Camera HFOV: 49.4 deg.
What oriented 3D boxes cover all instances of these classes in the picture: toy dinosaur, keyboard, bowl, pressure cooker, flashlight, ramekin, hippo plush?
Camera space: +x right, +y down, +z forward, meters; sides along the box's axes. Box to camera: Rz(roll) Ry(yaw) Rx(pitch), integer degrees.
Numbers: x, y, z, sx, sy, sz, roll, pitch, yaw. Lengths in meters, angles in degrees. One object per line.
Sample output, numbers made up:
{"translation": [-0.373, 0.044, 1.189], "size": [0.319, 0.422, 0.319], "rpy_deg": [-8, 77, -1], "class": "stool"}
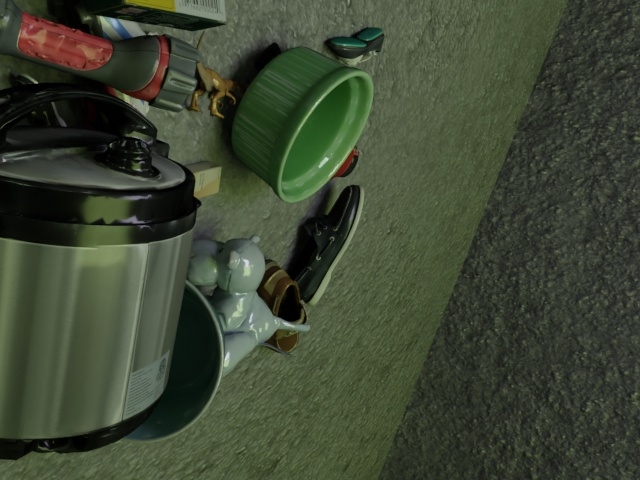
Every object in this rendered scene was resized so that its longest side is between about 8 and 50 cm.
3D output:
{"translation": [-0.204, -0.289, 1.267], "size": [0.211, 0.064, 0.112], "rpy_deg": [25, 77, -73], "class": "toy dinosaur"}
{"translation": [-0.071, -0.334, 1.468], "size": [0.100, 0.038, 0.192], "rpy_deg": [-56, 152, -18], "class": "keyboard"}
{"translation": [-0.297, 0.192, 1.261], "size": [0.311, 0.312, 0.163], "rpy_deg": [-67, 168, 4], "class": "bowl"}
{"translation": [-0.345, 0.009, 0.891], "size": [0.376, 0.370, 0.420], "rpy_deg": [7, 107, -22], "class": "pressure cooker"}
{"translation": [-0.312, -0.252, 0.896], "size": [0.304, 0.103, 0.103], "rpy_deg": [12, 114, -34], "class": "flashlight"}
{"translation": [-0.041, -0.241, 1.412], "size": [0.303, 0.148, 0.303], "rpy_deg": [-47, 161, -22], "class": "ramekin"}
{"translation": [-0.191, 0.120, 1.398], "size": [0.234, 0.294, 0.236], "rpy_deg": [-60, 154, -61], "class": "hippo plush"}

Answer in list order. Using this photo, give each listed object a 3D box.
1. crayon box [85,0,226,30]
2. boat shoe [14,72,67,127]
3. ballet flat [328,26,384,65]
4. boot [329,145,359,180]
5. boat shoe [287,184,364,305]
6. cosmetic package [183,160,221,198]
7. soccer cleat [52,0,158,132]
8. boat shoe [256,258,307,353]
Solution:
{"translation": [-0.234, -0.465, 0.956], "size": [0.202, 0.081, 0.318], "rpy_deg": [-13, 101, -56], "class": "crayon box"}
{"translation": [-0.406, -0.185, 0.999], "size": [0.038, 0.046, 0.125], "rpy_deg": [-57, 160, -25], "class": "boat shoe"}
{"translation": [0.086, -0.445, 1.621], "size": [0.203, 0.074, 0.074], "rpy_deg": [-35, 140, -47], "class": "ballet flat"}
{"translation": [0.057, -0.260, 1.705], "size": [0.176, 0.088, 0.244], "rpy_deg": [-21, 137, -54], "class": "boot"}
{"translation": [-0.001, -0.001, 1.789], "size": [0.340, 0.113, 0.127], "rpy_deg": [-63, -162, 15], "class": "boat shoe"}
{"translation": [-0.246, -0.113, 1.337], "size": [0.115, 0.041, 0.060], "rpy_deg": [-25, 133, -51], "class": "cosmetic package"}
{"translation": [-0.294, -0.242, 1.064], "size": [0.143, 0.116, 0.331], "rpy_deg": [-37, 141, -37], "class": "soccer cleat"}
{"translation": [-0.098, 0.190, 1.748], "size": [0.122, 0.120, 0.324], "rpy_deg": [-44, 145, -26], "class": "boat shoe"}
